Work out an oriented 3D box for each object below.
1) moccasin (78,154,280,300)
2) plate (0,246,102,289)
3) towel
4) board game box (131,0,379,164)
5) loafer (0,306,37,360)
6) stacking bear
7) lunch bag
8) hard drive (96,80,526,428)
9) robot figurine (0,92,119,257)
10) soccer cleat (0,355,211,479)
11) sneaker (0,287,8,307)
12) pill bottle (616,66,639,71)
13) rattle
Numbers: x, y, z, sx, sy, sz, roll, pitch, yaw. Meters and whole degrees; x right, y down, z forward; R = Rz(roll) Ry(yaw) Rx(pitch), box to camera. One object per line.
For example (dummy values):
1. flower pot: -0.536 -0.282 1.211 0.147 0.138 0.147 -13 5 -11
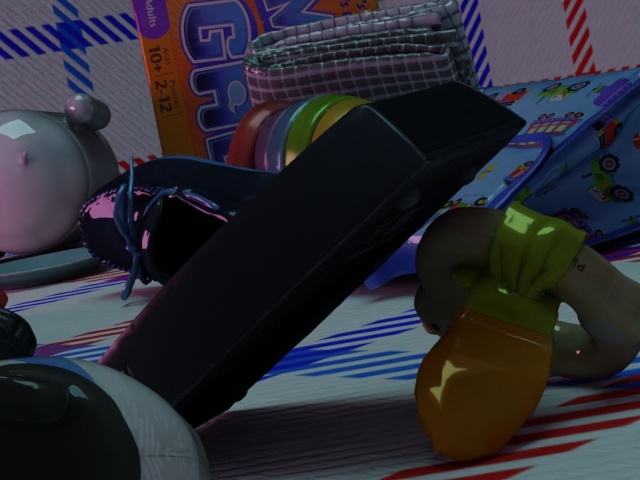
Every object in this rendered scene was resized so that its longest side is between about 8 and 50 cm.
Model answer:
1. moccasin: -0.128 -0.015 1.535 0.342 0.138 0.117 -5 21 45
2. plate: -0.331 0.035 1.960 0.188 0.024 0.188 -10 7 1
3. towel: 0.062 -0.157 2.039 0.283 0.235 0.121 -7 32 13
4. board game box: -0.080 -0.244 2.533 0.356 0.356 0.356 -11 6 -1
5. loafer: -0.327 0.092 1.246 0.223 0.076 0.078 -3 43 12
6. stacking bear: 0.043 -0.086 1.851 0.175 0.164 0.289 -16 12 -41
7. lunch bag: 0.136 -0.027 1.366 0.293 0.138 0.221 -30 17 -35
8. hard drive: -0.017 0.016 0.841 0.254 0.054 0.172 -45 -9 25
9. robot figurine: -0.405 -0.085 2.309 0.199 0.300 0.353 35 8 5
10. soccer cleat: -0.198 0.118 0.636 0.331 0.116 0.143 -9 -13 15
11. sneaker: -0.351 0.052 1.537 0.128 0.087 0.221 -15 8 -26
12. pill bottle: 0.360 -0.149 2.008 0.215 0.117 0.117 -11 6 0
13. rattle: 0.080 0.071 0.853 0.130 0.143 0.199 21 -22 -18
